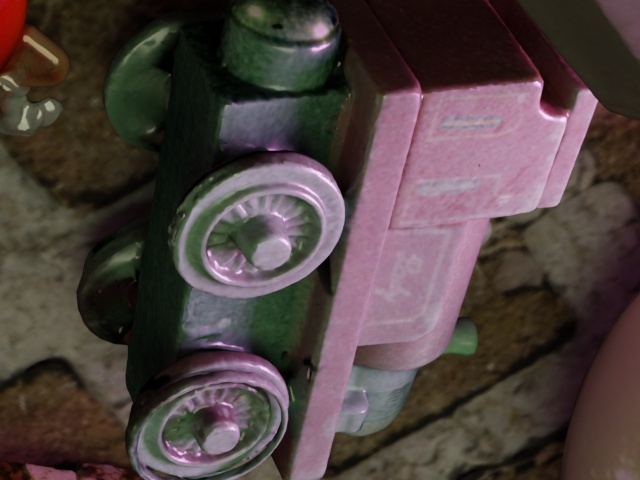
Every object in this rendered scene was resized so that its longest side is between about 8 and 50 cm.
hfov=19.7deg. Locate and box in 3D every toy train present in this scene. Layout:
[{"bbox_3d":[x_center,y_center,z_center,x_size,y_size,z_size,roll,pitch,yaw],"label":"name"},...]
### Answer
[{"bbox_3d":[0.000,0.000,0.935,0.221,0.150,0.304,-6,134,-23],"label":"toy train"}]

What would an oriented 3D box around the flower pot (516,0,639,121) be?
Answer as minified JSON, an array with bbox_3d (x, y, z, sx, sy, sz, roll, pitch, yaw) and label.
[{"bbox_3d":[0.136,-0.189,0.760,0.290,0.290,0.259,-30,137,10],"label":"flower pot"}]

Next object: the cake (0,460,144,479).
[{"bbox_3d":[-0.176,0.257,1.085,0.112,0.135,0.246,10,122,-19],"label":"cake"}]

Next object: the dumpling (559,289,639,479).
[{"bbox_3d":[0.287,0.111,1.070,0.315,0.233,0.395,-20,118,-37],"label":"dumpling"}]

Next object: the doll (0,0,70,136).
[{"bbox_3d":[-0.201,-0.095,0.844,0.183,0.085,0.217,19,139,-22],"label":"doll"}]
